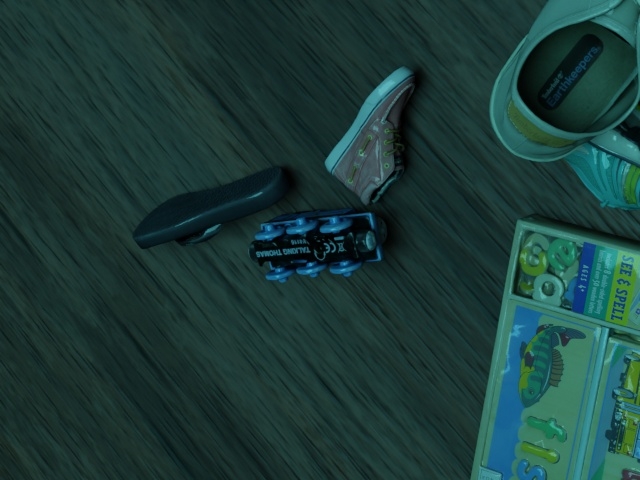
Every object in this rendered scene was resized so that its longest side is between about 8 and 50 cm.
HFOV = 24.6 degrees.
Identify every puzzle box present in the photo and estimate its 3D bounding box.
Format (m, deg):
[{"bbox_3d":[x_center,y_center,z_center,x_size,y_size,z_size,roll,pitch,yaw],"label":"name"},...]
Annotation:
[{"bbox_3d":[0.325,0.197,1.713,0.272,0.052,0.408,15,107,28],"label":"puzzle box"}]

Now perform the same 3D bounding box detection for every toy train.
[{"bbox_3d":[0.000,0.000,1.843,0.184,0.105,0.080,-7,105,33],"label":"toy train"}]

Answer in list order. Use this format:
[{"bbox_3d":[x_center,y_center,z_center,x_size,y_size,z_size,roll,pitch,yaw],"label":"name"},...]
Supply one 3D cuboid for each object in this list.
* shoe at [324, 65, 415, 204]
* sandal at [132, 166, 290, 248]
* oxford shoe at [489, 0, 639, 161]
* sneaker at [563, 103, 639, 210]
[{"bbox_3d":[0.081,-0.125,1.799,0.081,0.063,0.178,46,124,15],"label":"shoe"},{"bbox_3d":[-0.147,-0.028,1.941,0.255,0.097,0.054,-15,118,33],"label":"sandal"},{"bbox_3d":[0.332,-0.274,1.512,0.169,0.130,0.449,33,94,-3],"label":"oxford shoe"},{"bbox_3d":[0.358,-0.077,1.632,0.275,0.107,0.110,40,136,24],"label":"sneaker"}]
